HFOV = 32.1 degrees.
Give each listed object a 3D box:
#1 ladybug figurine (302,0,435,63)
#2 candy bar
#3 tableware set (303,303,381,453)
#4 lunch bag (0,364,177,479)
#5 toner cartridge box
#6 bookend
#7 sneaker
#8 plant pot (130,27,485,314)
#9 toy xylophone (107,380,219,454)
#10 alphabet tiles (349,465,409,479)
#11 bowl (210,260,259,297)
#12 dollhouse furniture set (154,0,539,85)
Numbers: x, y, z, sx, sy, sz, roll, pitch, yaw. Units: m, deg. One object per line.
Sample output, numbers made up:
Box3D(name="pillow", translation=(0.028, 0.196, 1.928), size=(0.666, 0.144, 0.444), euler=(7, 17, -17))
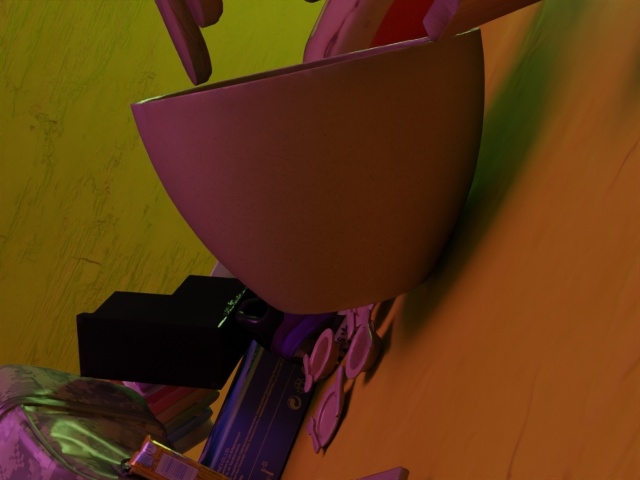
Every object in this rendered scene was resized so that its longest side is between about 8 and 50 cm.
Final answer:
Box3D(name="ladybug figurine", translation=(0.107, -0.336, 1.484), size=(0.449, 0.162, 0.305), euler=(-54, 13, 58))
Box3D(name="candy bar", translation=(-0.095, 0.220, 0.980), size=(0.018, 0.161, 0.040), euler=(89, -153, -72))
Box3D(name="tableware set", translation=(0.021, 0.104, 1.029), size=(0.169, 0.020, 0.141), euler=(-61, 17, 27))
Box3D(name="lunch bag", translation=(-0.263, 0.312, 1.113), size=(0.256, 0.212, 0.305), euler=(35, 104, 59))
Box3D(name="toner cartridge box", translation=(-0.083, 0.228, 1.245), size=(0.348, 0.075, 0.165), euler=(-67, 8, -25))
Box3D(name="bookend", translation=(-0.162, 0.092, 1.217), size=(0.156, 0.157, 0.072), euler=(-60, -28, -68))
Box3D(name="sneaker", translation=(0.000, 0.001, 1.112), size=(0.102, 0.146, 0.293), euler=(-77, 13, -65))
Box3D(name="plant pot", translation=(0.007, -0.049, 0.903), size=(0.284, 0.284, 0.191), euler=(-105, 2, -81))
Box3D(name="toy xylophone", translation=(-0.172, 0.175, 1.406), size=(0.236, 0.081, 0.323), euler=(-34, -20, -13))
Box3D(name="alphabet tiles", translation=(-0.049, 0.285, 0.684), size=(0.342, 0.011, 0.285), euler=(-34, 29, 54))
Box3D(name="bowl", translation=(-0.104, 0.052, 1.502), size=(0.142, 0.053, 0.142), euler=(95, -162, -62))
Box3D(name="dollhouse furniture set", translation=(0.075, -0.239, 0.799), size=(0.362, 0.256, 0.394), euler=(-23, -6, -11))
